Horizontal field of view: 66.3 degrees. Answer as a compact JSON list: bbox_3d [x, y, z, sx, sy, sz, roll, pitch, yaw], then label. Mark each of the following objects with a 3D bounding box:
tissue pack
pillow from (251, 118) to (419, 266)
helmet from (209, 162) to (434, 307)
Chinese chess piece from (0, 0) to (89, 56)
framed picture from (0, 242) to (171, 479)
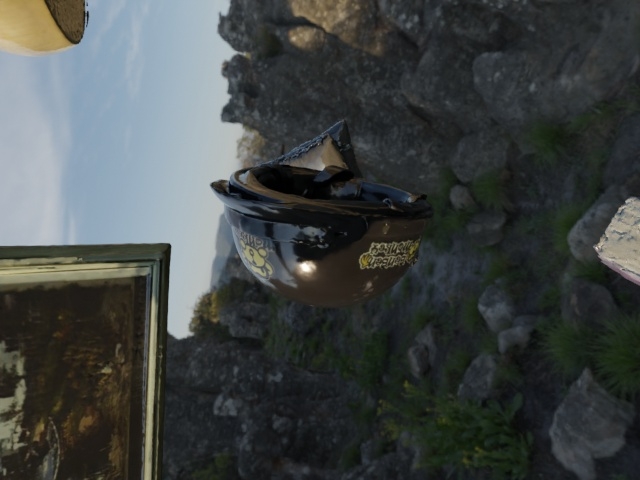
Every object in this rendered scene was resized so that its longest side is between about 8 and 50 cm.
[{"bbox_3d":[0.613,0.050,0.762,0.242,0.343,0.125,34,106,44],"label":"tissue pack"},{"bbox_3d":[0.021,-0.044,0.933,0.228,0.326,0.101,-19,28,33],"label":"pillow"},{"bbox_3d":[0.000,0.000,0.594,0.230,0.278,0.161,24,115,40],"label":"helmet"},{"bbox_3d":[-0.332,-0.327,0.516,0.251,0.097,0.251,172,90,-81],"label":"Chinese chess piece"},{"bbox_3d":[-0.236,0.149,0.399,0.019,0.232,0.297,14,103,51],"label":"framed picture"}]
